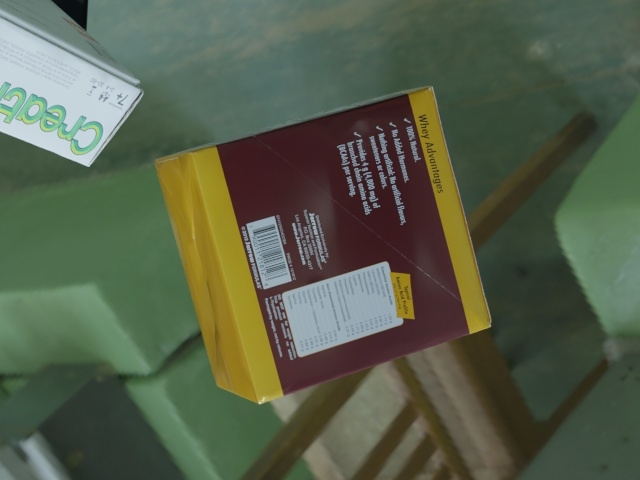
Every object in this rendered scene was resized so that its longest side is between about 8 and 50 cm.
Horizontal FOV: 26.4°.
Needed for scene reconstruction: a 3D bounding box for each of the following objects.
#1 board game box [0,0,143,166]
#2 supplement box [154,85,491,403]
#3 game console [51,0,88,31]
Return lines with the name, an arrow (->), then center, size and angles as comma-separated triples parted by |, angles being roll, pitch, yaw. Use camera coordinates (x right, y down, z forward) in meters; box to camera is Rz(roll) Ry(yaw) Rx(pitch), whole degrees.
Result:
board game box -> -0.228, -0.138, 0.560 | 0.193, 0.053, 0.305 | 41, -171, 30
supplement box -> 0.000, 0.000, 1.051 | 0.129, 0.194, 0.191 | -179, 74, -71
game console -> -0.197, -0.298, 0.841 | 0.173, 0.293, 0.250 | -17, 154, 39
